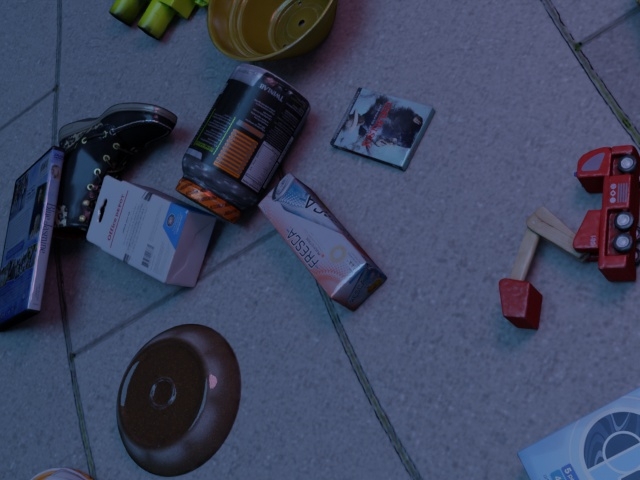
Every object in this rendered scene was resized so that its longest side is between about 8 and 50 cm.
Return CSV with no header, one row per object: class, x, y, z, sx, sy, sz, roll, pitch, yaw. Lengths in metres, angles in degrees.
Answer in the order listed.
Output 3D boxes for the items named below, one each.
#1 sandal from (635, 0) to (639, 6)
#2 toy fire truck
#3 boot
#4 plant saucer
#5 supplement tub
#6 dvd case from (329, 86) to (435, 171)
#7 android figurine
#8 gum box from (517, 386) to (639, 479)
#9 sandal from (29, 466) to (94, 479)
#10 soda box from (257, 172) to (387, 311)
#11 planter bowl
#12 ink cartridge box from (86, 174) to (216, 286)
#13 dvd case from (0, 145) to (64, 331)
sandal,0.382,-0.242,0.922,0.079,0.088,0.240,-46,58,-1
toy fire truck,0.263,-0.005,0.918,0.135,0.047,0.192,-3,68,32
boot,-0.311,-0.098,1.293,0.236,0.085,0.179,-9,67,36
plant saucer,-0.193,0.198,1.120,0.198,0.036,0.199,-12,64,26
supplement tub,-0.105,-0.125,1.155,0.117,0.117,0.190,28,85,37
dvd case,0.077,-0.144,1.114,0.119,0.013,0.087,23,83,37
android figurine,-0.230,-0.458,1.415,0.248,0.056,0.273,29,87,37
gum box,0.298,0.224,0.800,0.184,0.041,0.157,-34,55,16
sandal,-0.307,0.348,1.099,0.265,0.076,0.102,7,73,34
soda box,0.000,0.000,1.072,0.063,0.058,0.183,-45,54,7
planter bowl,-0.045,-0.323,1.219,0.217,0.090,0.217,-13,63,27
ink cartridge box,-0.236,-0.016,1.210,0.180,0.060,0.104,24,98,36
dvd case,-0.441,0.001,1.318,0.180,0.022,0.253,-22,59,51
